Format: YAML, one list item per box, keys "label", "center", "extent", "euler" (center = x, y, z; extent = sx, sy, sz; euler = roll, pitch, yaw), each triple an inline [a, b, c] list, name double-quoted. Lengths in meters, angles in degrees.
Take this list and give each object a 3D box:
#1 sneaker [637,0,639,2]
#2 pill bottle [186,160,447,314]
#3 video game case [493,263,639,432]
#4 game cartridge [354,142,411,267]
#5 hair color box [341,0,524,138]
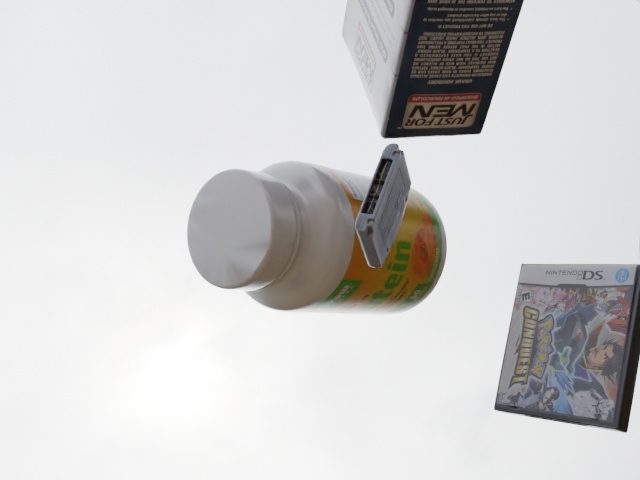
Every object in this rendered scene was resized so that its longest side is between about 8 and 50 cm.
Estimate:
- label: "sneaker"
  center: [0.263, -0.266, 0.598]
  extent: [0.102, 0.282, 0.161]
  euler: [3, -48, 7]
- label: "pill bottle"
  center: [0.000, 0.000, 0.817]
  extent: [0.246, 0.136, 0.136]
  euler: [7, -51, -51]
- label: "video game case"
  center: [0.426, 0.172, 1.497]
  extent: [0.035, 0.248, 0.274]
  euler: [24, -106, -37]
- label: "game cartridge"
  center: [0.048, -0.024, 0.659]
  extent: [0.017, 0.083, 0.056]
  euler: [7, -33, 25]
- label: "hair color box"
  center: [0.108, -0.275, 0.754]
  extent: [0.105, 0.174, 0.347]
  euler: [-3, -42, -13]
